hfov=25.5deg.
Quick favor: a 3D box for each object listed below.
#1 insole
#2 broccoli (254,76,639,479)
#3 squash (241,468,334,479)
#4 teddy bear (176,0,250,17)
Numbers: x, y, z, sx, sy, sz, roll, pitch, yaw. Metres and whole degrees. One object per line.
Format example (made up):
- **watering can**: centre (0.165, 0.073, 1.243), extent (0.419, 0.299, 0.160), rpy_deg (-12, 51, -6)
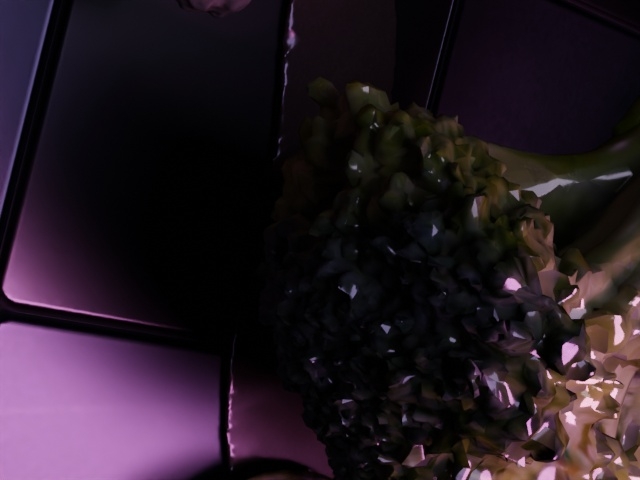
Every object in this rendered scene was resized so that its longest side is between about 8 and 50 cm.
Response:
- **insole**: centre (0.000, 0.000, 0.793), extent (0.111, 0.007, 0.328), rpy_deg (0, 100, -41)
- **broccoli**: centre (0.136, -0.016, 0.683), extent (0.397, 0.275, 0.353), rpy_deg (-54, 172, 30)
- **squash**: centre (-0.015, 0.243, 0.764), extent (0.220, 0.133, 0.220), rpy_deg (-7, 103, -30)
- **teddy bear**: centre (-0.043, -0.218, 0.618), extent (0.267, 0.151, 0.236), rpy_deg (3, 105, -44)
